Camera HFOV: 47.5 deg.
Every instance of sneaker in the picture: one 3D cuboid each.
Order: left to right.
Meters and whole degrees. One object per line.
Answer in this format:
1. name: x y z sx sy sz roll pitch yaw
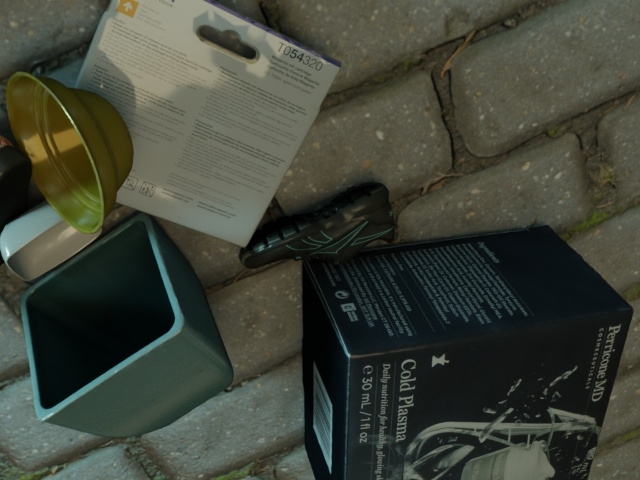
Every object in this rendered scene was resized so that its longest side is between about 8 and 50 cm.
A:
1. sneaker: -0.495 -0.069 1.029 0.145 0.090 0.270 39 136 4
2. sneaker: 0.000 0.000 1.186 0.267 0.101 0.106 -22 112 -2

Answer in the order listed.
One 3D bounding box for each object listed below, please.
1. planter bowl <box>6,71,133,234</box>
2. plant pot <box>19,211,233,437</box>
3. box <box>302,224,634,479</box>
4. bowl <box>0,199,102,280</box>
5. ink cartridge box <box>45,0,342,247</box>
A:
1. planter bowl: -0.305 -0.124 0.937 0.090 0.217 0.217 -32 130 -35
2. plant pot: -0.274 0.162 1.139 0.247 0.248 0.252 -33 139 5
3. box: 0.227 0.265 1.307 0.471 0.297 0.480 -8 122 -13
4. bowl: -0.397 -0.012 1.061 0.142 0.142 0.053 -35 81 -16
5. ink cartridge box: -0.185 -0.183 1.050 0.324 0.071 0.330 21 112 -23
